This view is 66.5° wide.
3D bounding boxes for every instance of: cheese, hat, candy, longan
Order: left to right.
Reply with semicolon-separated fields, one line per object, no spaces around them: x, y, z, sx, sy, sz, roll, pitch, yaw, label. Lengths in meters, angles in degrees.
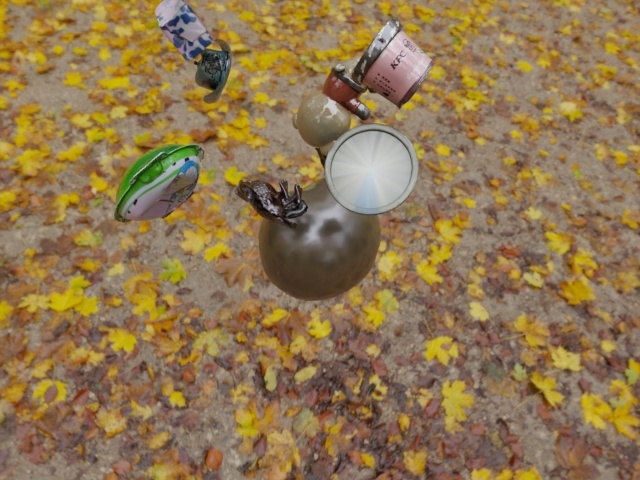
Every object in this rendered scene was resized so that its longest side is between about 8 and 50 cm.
-0.297;-0.098;0.937;0.204;0.320;0.083;-44;88;-10;cheese
-0.271;-0.426;0.962;0.073;0.092;0.160;-38;40;6;candy
-0.244;-0.381;1.088;0.077;0.191;0.139;13;93;-17;hat
0.000;0.000;1.517;0.404;0.405;0.336;-17;14;-21;longan

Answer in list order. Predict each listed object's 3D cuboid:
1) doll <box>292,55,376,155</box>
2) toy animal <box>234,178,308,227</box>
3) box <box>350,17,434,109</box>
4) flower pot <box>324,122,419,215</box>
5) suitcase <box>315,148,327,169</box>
0.053;-0.445;1.571;0.235;0.330;0.174;46;19;28;doll
-0.139;-0.093;1.213;0.179;0.116;0.218;5;1;36;toy animal
0.160;-0.371;1.053;0.135;0.151;0.151;39;54;-3;box
0.131;-0.152;1.178;0.212;0.202;0.213;-1;85;11;flower pot
0.080;-0.275;1.736;0.206;0.066;0.286;6;56;-48;suitcase
